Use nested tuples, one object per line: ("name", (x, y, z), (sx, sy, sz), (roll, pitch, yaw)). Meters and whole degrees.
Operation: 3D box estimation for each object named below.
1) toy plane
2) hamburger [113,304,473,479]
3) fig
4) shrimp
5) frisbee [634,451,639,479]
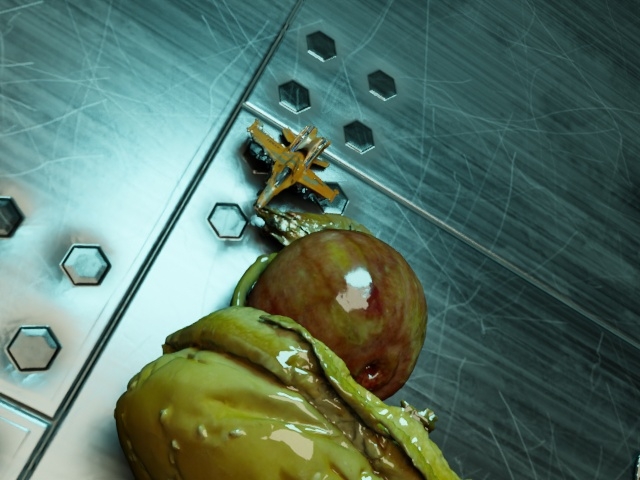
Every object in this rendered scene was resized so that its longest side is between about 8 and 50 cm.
("toy plane", (-0.044, -0.074, 0.848), (0.135, 0.062, 0.188), (39, 43, -6))
("hamburger", (-0.036, 0.194, 0.615), (0.318, 0.318, 0.158), (44, 54, -3))
("fig", (0.007, 0.073, 0.756), (0.205, 0.205, 0.205), (10, 65, -21))
("shrimp", (0.000, 0.000, 0.862), (0.184, 0.043, 0.091), (21, 54, -23))
("frisbee", (0.383, 0.372, 0.897), (0.187, 0.012, 0.211), (-2, 71, -26))
